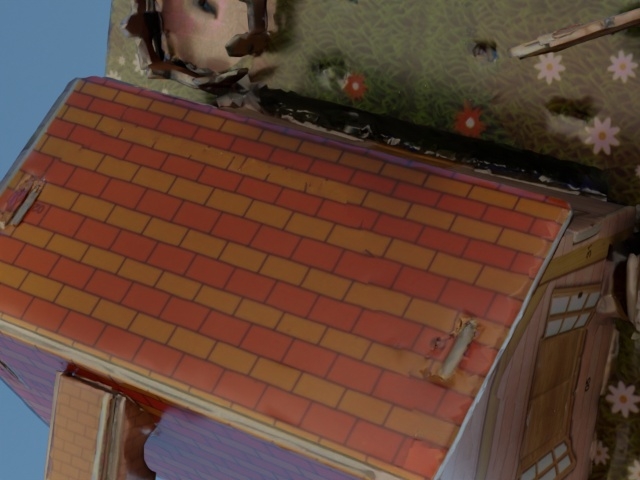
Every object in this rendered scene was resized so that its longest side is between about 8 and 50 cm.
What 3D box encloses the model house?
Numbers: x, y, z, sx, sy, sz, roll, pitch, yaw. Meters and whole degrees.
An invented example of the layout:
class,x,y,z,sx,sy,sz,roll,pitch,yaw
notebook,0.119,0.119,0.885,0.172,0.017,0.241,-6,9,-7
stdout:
class,x,y,z,sx,sy,sz,roll,pitch,yaw
model house,-0.001,0.001,0.487,0.294,0.154,0.207,17,-71,31
